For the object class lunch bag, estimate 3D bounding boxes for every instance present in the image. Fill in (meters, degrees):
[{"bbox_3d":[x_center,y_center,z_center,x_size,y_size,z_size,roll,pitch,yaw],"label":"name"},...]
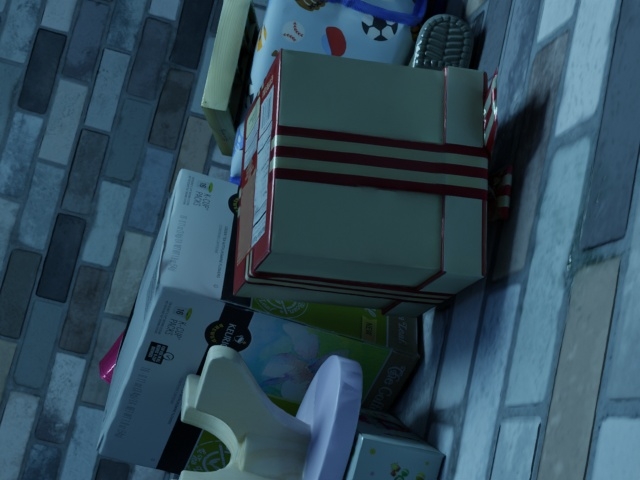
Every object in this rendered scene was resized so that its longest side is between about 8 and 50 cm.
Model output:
[{"bbox_3d":[0.031,-0.270,1.719,0.385,0.239,0.327,-78,6,-60],"label":"lunch bag"}]

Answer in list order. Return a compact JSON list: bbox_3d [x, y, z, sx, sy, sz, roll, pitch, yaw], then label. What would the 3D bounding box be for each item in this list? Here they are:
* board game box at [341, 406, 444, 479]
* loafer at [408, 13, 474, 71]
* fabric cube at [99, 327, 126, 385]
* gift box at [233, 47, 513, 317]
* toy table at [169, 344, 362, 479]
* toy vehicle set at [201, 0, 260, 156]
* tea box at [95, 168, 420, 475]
[{"bbox_3d":[0.026,0.347,1.312,0.224,0.098,0.303,-164,88,-78],"label":"board game box"},{"bbox_3d":[0.134,-0.157,1.506,0.087,0.094,0.251,20,-90,-88],"label":"loafer"},{"bbox_3d":[-0.184,0.189,1.954,0.258,0.259,0.254,-51,8,-8],"label":"fabric cube"},{"bbox_3d":[0.057,-0.073,1.278,0.255,0.258,0.276,145,131,-74],"label":"gift box"},{"bbox_3d":[-0.074,0.235,1.296,0.252,0.161,0.274,-116,41,-73],"label":"toy table"},{"bbox_3d":[-0.121,-0.228,1.694,0.267,0.035,0.166,81,-160,-80],"label":"toy vehicle set"},{"bbox_3d":[-0.080,0.134,1.516,0.220,0.324,0.329,-88,17,-48],"label":"tea box"}]
